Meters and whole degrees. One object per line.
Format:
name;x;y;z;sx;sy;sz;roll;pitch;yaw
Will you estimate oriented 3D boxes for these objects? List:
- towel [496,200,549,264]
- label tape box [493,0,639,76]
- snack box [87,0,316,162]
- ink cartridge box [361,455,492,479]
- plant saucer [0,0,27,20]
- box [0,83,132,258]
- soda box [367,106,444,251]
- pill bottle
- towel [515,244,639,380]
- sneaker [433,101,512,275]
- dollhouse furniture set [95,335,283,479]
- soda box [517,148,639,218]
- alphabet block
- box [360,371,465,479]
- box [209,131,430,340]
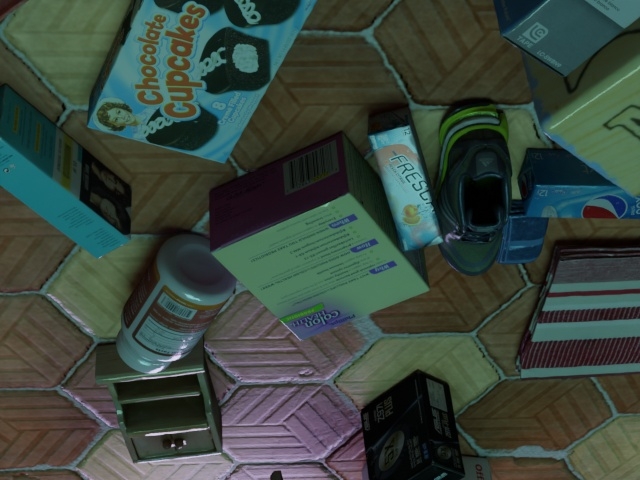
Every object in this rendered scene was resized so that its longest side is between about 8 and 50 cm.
towel;0.294;-0.009;1.887;0.067;0.029;0.119;-2;139;-4
label tape box;0.315;-0.361;1.317;0.106;0.240;0.334;27;130;-31
snack box;-0.141;-0.236;1.553;0.187;0.060;0.322;14;136;-20
ink cartridge box;0.196;0.467;2.331;0.219;0.160;0.092;10;138;-15
plant saucer;-0.495;-0.303;1.449;0.258;0.047;0.259;-28;133;25
box;-0.344;-0.085;1.677;0.060;0.100;0.244;-27;135;22
soda box;0.113;-0.080;1.716;0.058;0.063;0.183;-14;118;11
pill bottle;-0.216;0.098;1.889;0.121;0.121;0.216;16;136;-23
towel;0.448;0.113;2.044;0.237;0.037;0.329;-1;141;-8
sneaker;0.206;-0.042;1.768;0.111;0.121;0.300;-6;140;2
dollhouse furniture set;-0.239;0.382;2.006;0.362;0.394;0.256;-7;139;2
soda box;0.382;-0.076;1.786;0.210;0.071;0.067;1;139;-7
alphabet block;0.378;-0.205;1.548;0.193;0.192;0.197;28;131;-35
box;0.150;0.333;2.154;0.078;0.180;0.147;25;132;-33
box;0.000;0.000;1.800;0.214;0.117;0.243;-23;135;20
